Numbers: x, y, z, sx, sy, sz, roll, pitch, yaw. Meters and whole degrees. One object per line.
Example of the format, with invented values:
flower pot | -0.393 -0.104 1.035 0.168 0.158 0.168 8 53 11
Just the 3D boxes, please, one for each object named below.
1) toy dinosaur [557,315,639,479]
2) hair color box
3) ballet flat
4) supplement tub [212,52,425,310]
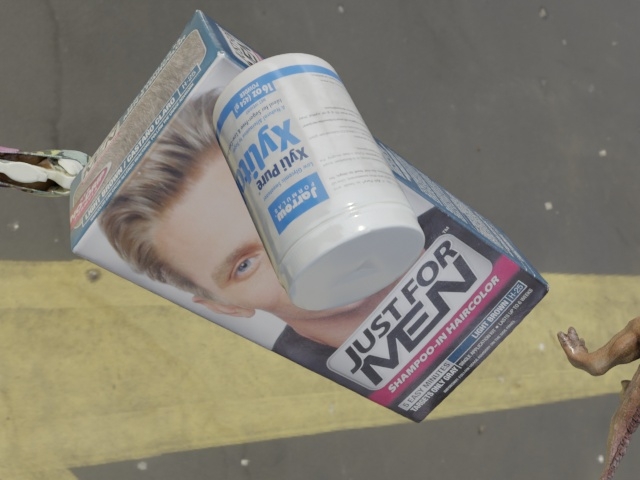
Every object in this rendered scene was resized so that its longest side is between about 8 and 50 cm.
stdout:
toy dinosaur | 0.336 0.079 0.670 0.295 0.200 0.127 -34 100 -27
hair color box | 0.000 0.000 0.639 0.347 0.174 0.105 31 17 -30
ballet flat | -0.418 -0.100 1.212 0.221 0.079 0.077 3 103 -49
supplement tub | -0.003 -0.029 0.385 0.071 0.071 0.107 -1 53 -39
